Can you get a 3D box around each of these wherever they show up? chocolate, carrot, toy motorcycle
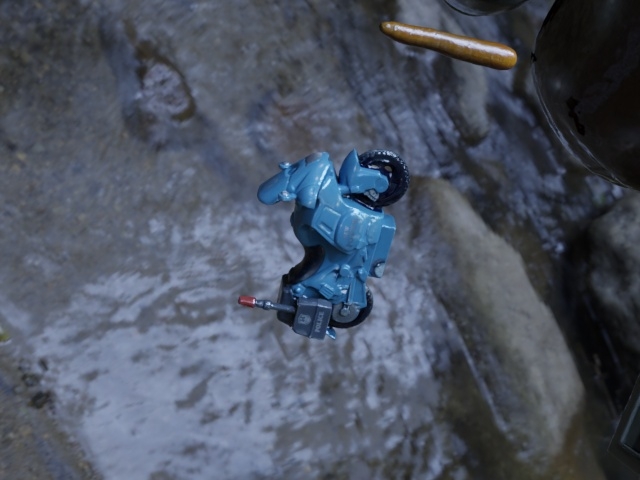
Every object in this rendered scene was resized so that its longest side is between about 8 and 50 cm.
[{"bbox_3d":[0.438,-0.228,1.322,0.383,0.331,0.384,15,47,-16],"label":"chocolate"},{"bbox_3d":[0.204,-0.310,1.720,0.247,0.043,0.043,9,61,-20],"label":"carrot"},{"bbox_3d":[0.000,0.000,1.372,0.182,0.272,0.124,11,26,-7],"label":"toy motorcycle"}]

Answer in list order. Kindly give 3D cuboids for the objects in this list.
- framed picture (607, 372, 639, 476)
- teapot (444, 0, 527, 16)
[{"bbox_3d":[0.615,0.195,1.645,0.028,0.326,0.446,17,98,-24],"label":"framed picture"},{"bbox_3d":[0.248,-0.495,1.898,0.321,0.239,0.240,-4,78,-8],"label":"teapot"}]
